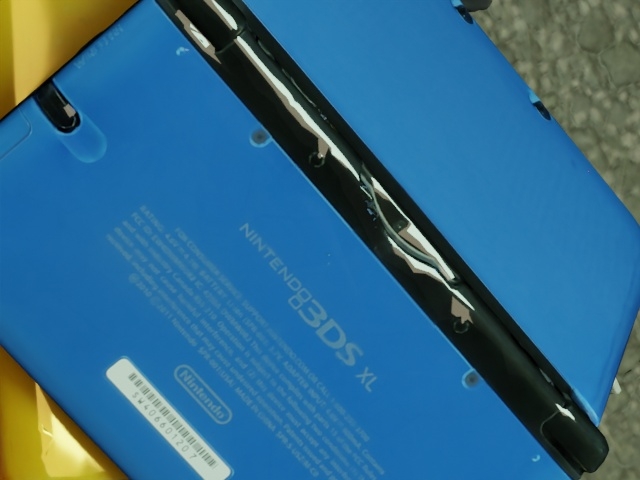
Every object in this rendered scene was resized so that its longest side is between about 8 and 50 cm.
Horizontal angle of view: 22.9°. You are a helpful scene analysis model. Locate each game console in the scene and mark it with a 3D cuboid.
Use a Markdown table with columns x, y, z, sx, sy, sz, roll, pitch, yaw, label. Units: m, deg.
| x | y | z | sx | sy | sz | roll | pitch | yaw | label |
| --- | --- | --- | --- | --- | --- | --- | --- | --- | --- |
| 0.000 | 0.000 | 0.756 | 0.250 | 0.173 | 0.293 | -39 | 103 | 8 | game console |

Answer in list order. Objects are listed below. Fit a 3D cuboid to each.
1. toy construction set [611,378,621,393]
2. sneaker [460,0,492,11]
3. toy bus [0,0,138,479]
| x | y | z | sx | sy | sz | roll | pitch | yaw | label |
| --- | --- | --- | --- | --- | --- | --- | --- | --- | --- |
| 0.142 | 0.211 | 0.819 | 0.258 | 0.237 | 0.308 | -5 | 86 | -23 | toy construction set |
| 0.013 | -0.111 | 0.857 | 0.180 | 0.125 | 0.321 | 6 | 83 | -21 | sneaker |
| -0.131 | -0.049 | 0.786 | 0.108 | 0.130 | 0.332 | -3 | 86 | -23 | toy bus |
